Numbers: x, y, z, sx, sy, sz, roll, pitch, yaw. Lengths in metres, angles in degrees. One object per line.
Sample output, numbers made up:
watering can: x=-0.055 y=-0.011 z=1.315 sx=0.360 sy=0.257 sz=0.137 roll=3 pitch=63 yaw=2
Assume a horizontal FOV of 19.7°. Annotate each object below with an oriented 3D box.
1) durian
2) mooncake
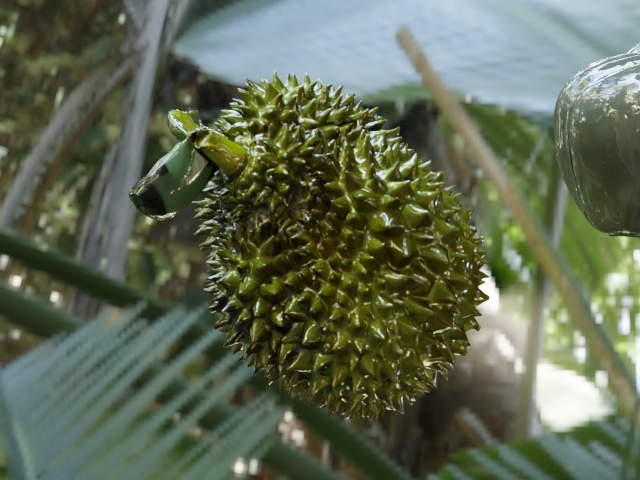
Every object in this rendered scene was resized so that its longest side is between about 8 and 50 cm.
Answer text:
durian: x=0.007 y=-0.001 z=0.987 sx=0.146 sy=0.159 sz=0.198 roll=-31 pitch=-92 yaw=6
mooncake: x=0.324 y=-0.103 z=1.530 sx=0.275 sy=0.275 sz=0.135 roll=-10 pitch=-73 yaw=18
